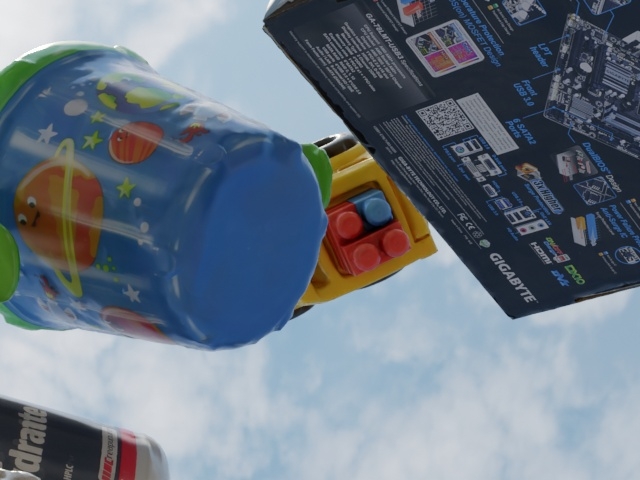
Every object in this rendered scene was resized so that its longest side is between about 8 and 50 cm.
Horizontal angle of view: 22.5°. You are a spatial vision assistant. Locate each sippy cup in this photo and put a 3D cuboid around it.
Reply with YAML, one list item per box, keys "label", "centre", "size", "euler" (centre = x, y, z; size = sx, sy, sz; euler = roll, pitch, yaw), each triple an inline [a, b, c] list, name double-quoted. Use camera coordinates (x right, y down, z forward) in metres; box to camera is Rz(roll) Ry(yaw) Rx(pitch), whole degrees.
- label: "sippy cup"
  centre: [-0.126, -0.021, 1.217]
  size: [0.224, 0.240, 0.305]
  euler: [17, -122, 39]

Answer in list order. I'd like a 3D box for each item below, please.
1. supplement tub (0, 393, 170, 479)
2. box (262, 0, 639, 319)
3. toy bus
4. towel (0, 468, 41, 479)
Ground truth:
- label: "supplement tub"
  centre: [-0.261, 0.201, 1.158]
  size: [0.272, 0.191, 0.191]
  euler: [17, -119, -14]
- label: "box"
  centre: [0.167, -0.095, 0.948]
  size: [0.293, 0.295, 0.073]
  euler: [-19, -142, 33]
- label: "toy bus"
  centre: [0.000, 0.000, 1.533]
  size: [0.220, 0.211, 0.149]
  euler: [-25, -78, -6]
- label: "towel"
  centre: [-0.252, 0.185, 0.726]
  size: [0.282, 0.049, 0.187]
  euler: [-3, -133, 12]
